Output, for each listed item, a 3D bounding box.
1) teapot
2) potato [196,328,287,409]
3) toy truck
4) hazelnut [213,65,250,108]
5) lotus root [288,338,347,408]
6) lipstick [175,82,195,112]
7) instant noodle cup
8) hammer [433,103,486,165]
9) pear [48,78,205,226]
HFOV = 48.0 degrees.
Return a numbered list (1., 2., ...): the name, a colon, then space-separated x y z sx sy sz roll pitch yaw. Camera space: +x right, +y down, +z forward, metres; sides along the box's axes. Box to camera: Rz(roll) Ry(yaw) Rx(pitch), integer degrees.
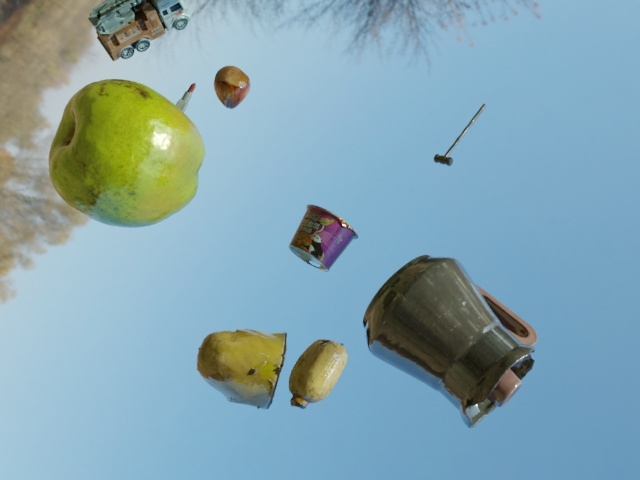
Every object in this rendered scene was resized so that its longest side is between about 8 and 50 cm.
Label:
1. teapot: 0.330 0.227 1.700 0.376 0.362 0.305 -21 146 -42
2. potato: -0.286 0.421 2.512 0.397 0.296 0.289 149 -42 -78
3. toy truck: -0.562 -0.733 2.293 0.338 0.133 0.184 -33 159 -9
4. hazelnut: -0.340 -0.577 2.718 0.150 0.150 0.150 -37 -152 24
5. lotus root: -0.015 0.448 2.436 0.160 0.146 0.284 -22 -151 56
6. lipstick: -0.423 -0.435 2.236 0.129 0.030 0.030 -59 -176 4
7. instant noodle cup: 0.000 0.000 2.930 0.190 0.251 0.251 -58 -154 -13
8. hammer: 0.456 -0.341 2.283 0.058 0.029 0.292 21 -121 34
9. pear: -0.479 -0.209 1.821 0.391 0.391 0.391 -37 -152 24
